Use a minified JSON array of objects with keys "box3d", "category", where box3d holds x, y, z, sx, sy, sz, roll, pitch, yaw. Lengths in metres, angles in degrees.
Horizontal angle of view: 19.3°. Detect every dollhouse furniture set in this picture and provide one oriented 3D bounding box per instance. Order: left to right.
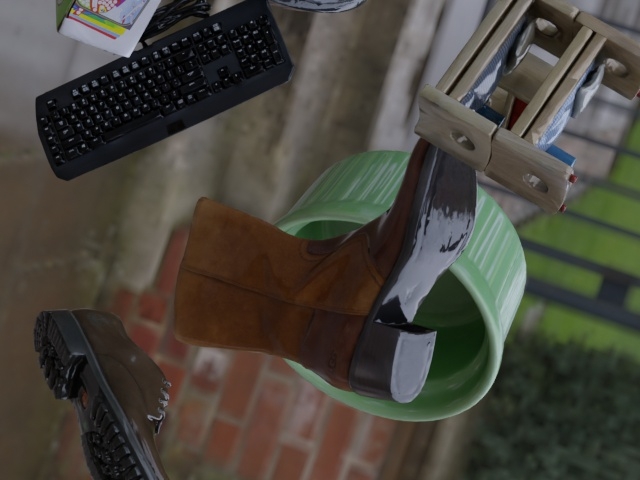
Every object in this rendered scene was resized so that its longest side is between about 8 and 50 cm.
[{"box3d":[0.158,-0.086,1.444,0.129,0.129,0.183,-54,168,-20],"category":"dollhouse furniture set"}]

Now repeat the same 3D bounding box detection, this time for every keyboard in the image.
[{"box3d":[-0.122,-0.124,1.346,0.038,0.192,0.100,50,16,-69],"category":"keyboard"}]

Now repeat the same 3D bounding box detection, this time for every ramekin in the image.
[{"box3d":[0.083,0.044,2.116,0.303,0.303,0.148,97,19,-45],"category":"ramekin"}]

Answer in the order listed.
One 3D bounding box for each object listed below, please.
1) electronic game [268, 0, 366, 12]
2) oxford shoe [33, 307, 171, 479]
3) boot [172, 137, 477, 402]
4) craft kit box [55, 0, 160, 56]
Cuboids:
[{"box3d":[-0.049,-0.282,1.656,0.048,0.229,0.229,-55,179,35],"category":"electronic game"},{"box3d":[-0.160,0.147,1.604,0.096,0.227,0.083,-7,148,-34],"category":"oxford shoe"},{"box3d":[0.000,0.000,1.776,0.096,0.280,0.264,3,100,-52],"category":"boot"},{"box3d":[-0.096,-0.282,1.167,0.246,0.061,0.250,-53,-151,31],"category":"craft kit box"}]
